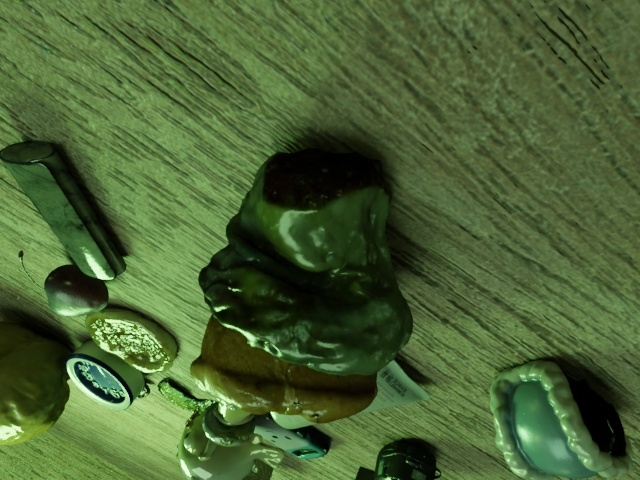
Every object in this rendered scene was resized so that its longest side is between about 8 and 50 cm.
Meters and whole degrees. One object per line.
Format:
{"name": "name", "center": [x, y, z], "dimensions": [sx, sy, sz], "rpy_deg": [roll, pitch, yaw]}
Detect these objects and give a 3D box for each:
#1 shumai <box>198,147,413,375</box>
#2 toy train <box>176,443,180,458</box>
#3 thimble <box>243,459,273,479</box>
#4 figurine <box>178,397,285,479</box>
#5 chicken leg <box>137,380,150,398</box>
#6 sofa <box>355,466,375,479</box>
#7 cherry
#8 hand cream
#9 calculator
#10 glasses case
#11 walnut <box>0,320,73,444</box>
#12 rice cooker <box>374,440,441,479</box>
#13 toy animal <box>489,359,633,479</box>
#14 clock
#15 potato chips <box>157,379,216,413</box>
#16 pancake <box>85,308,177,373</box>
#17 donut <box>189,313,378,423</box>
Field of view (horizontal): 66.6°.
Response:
{"name": "shumai", "center": [0.000, 0.000, 0.676], "dimensions": [0.309, 0.304, 0.263], "rpy_deg": [16, 106, 6]}
{"name": "toy train", "center": [-0.434, 0.781, 1.802], "dimensions": [0.227, 0.091, 0.136], "rpy_deg": [13, 129, 16]}
{"name": "thimble", "center": [-0.274, 0.770, 1.661], "dimensions": [0.229, 0.148, 0.196], "rpy_deg": [39, 138, -20]}
{"name": "figurine", "center": [-0.206, 0.470, 1.237], "dimensions": [0.274, 0.226, 0.394], "rpy_deg": [21, 117, 5]}
{"name": "chicken leg", "center": [-0.635, 0.465, 1.578], "dimensions": [0.205, 0.053, 0.093], "rpy_deg": [-5, 110, 21]}
{"name": "sofa", "center": [0.145, 0.768, 1.516], "dimensions": [0.085, 0.060, 0.147], "rpy_deg": [16, 140, 9]}
{"name": "cherry", "center": [-0.548, 0.096, 1.077], "dimensions": [0.148, 0.115, 0.188], "rpy_deg": [32, 139, 21]}
{"name": "hand cream", "center": [0.037, 0.318, 1.048], "dimensions": [0.358, 0.118, 0.185], "rpy_deg": [-27, 116, 35]}
{"name": "calculator", "center": [-0.103, 0.554, 1.410], "dimensions": [0.293, 0.051, 0.173], "rpy_deg": [38, 138, -16]}
{"name": "glasses case", "center": [-0.475, -0.046, 0.919], "dimensions": [0.114, 0.060, 0.299], "rpy_deg": [9, 138, 18]}
{"name": "walnut", "center": [-0.938, 0.438, 1.478], "dimensions": [0.383, 0.384, 0.384], "rpy_deg": [14, 140, 12]}
{"name": "rice cooker", "center": [0.215, 0.586, 1.234], "dimensions": [0.142, 0.118, 0.203], "rpy_deg": [26, 144, -2]}
{"name": "toy animal", "center": [0.394, 0.321, 0.823], "dimensions": [0.208, 0.156, 0.204], "rpy_deg": [42, 134, -15]}
{"name": "clock", "center": [-0.644, 0.405, 1.462], "dimensions": [0.230, 0.083, 0.230], "rpy_deg": [14, 128, 19]}
{"name": "potato chips", "center": [-0.413, 0.504, 1.531], "dimensions": [0.220, 0.029, 0.202], "rpy_deg": [23, 141, 6]}
{"name": "pancake", "center": [-0.504, 0.262, 1.289], "dimensions": [0.282, 0.049, 0.282], "rpy_deg": [12, 137, 11]}
{"name": "donut", "center": [-0.057, 0.203, 0.836], "dimensions": [0.317, 0.150, 0.299], "rpy_deg": [7, 173, 5]}
